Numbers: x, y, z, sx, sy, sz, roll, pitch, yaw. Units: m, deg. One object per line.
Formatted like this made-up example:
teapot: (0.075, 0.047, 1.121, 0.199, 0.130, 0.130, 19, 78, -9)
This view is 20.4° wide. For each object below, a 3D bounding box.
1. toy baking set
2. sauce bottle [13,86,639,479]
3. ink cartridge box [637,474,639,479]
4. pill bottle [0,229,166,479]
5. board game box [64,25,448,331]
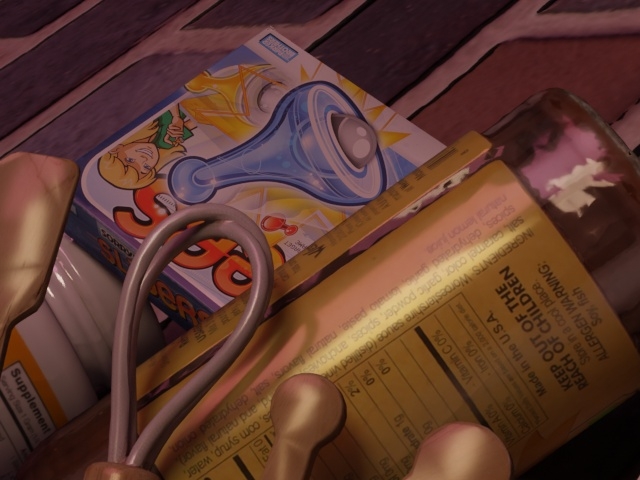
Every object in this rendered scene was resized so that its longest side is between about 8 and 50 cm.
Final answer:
toy baking set: (-0.052, 0.097, 0.553, 0.256, 0.030, 0.197, 41, 84, 21)
sauce bottle: (-0.028, 0.083, 0.624, 0.344, 0.111, 0.111, -34, 24, 2)
ink cartridge box: (0.176, 0.063, 0.543, 0.198, 0.067, 0.115, -6, 30, 37)
pill bottle: (-0.181, 0.071, 0.804, 0.215, 0.117, 0.117, -31, 25, -15)
board game box: (0.000, 0.000, 0.761, 0.201, 0.035, 0.136, 36, 59, 27)
